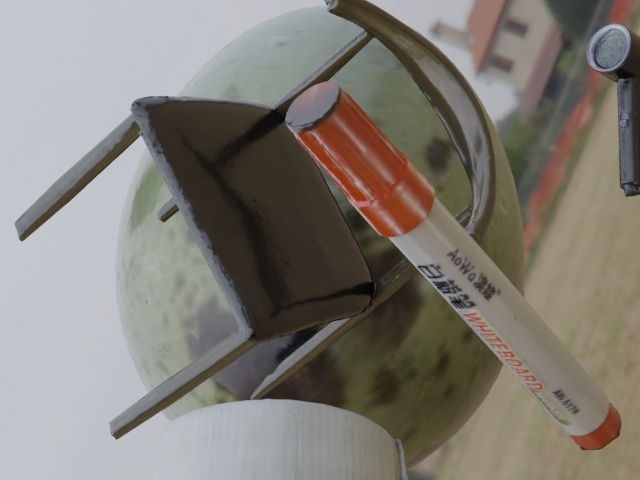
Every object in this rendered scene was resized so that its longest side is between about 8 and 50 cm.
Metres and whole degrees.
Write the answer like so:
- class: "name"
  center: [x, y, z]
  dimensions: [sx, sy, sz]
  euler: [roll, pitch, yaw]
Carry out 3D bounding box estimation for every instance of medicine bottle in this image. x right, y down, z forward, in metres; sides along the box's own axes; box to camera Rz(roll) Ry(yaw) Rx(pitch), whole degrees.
- class: "medicine bottle"
  center: [-0.025, 0.211, 0.690]
  dimensions: [0.144, 0.144, 0.252]
  euler: [100, 171, -63]

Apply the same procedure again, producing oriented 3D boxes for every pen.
- class: "pen"
  center: [0.061, 0.018, 0.589]
  dimensions: [0.239, 0.028, 0.028]
  euler: [46, -121, -39]

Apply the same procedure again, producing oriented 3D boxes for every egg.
- class: "egg"
  center: [0.000, 0.000, 1.257]
  dimensions: [0.345, 0.344, 0.428]
  euler: [100, 170, -63]

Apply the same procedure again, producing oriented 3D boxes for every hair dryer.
- class: "hair dryer"
  center: [0.153, -0.059, 0.713]
  dimensions: [0.026, 0.047, 0.083]
  euler: [-19, 60, 42]

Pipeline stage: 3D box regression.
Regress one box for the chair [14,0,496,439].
- class: "chair"
  center: [-0.038, -0.016, 0.947]
  dimensions: [0.272, 0.188, 0.166]
  euler: [-37, -16, 31]
